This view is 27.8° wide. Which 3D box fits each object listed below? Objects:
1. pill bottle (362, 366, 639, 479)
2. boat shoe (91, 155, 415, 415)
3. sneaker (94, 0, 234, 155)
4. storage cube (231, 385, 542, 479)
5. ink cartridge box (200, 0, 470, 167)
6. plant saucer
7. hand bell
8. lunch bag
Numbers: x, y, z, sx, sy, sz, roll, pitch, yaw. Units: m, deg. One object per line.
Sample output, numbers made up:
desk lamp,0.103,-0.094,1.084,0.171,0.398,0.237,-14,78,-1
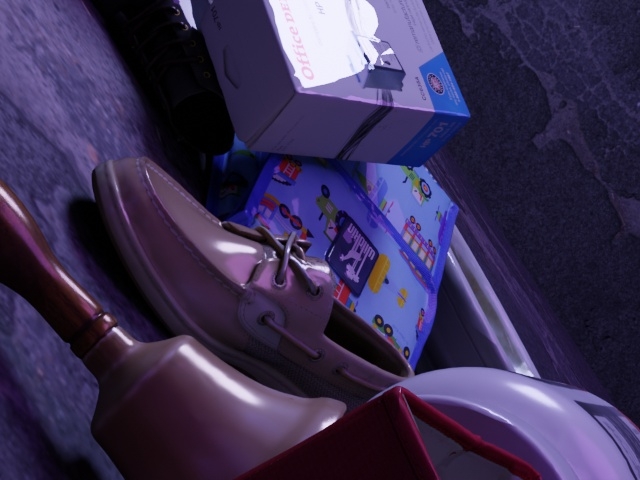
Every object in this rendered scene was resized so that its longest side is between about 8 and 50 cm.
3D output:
pill bottle,0.110,0.188,0.830,0.210,0.210,0.363,62,13,17
boat shoe,-0.038,0.034,0.880,0.302,0.098,0.109,49,15,-38
sneaker,-0.131,-0.178,1.078,0.222,0.083,0.118,48,21,-28
storage cube,0.017,0.197,0.477,0.183,0.193,0.215,37,25,-59
ink cartridge box,0.013,-0.143,1.076,0.190,0.082,0.140,3,57,-40
plant saucer,0.156,0.109,1.430,0.400,0.100,0.400,59,8,-15
hand bell,-0.115,0.039,0.622,0.242,0.126,0.126,46,13,-1
lunch bag,0.000,0.000,1.127,0.221,0.138,0.293,51,28,-24
